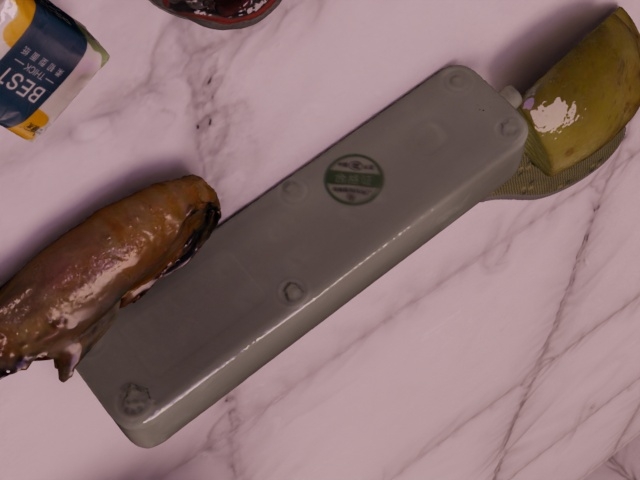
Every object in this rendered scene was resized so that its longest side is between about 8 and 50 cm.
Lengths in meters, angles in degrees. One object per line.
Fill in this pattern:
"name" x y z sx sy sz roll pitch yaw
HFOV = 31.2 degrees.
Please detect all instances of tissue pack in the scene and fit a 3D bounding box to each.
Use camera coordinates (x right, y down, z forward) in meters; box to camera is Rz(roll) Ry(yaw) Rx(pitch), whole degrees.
"tissue pack" -0.147 -0.089 0.536 0.062 0.042 0.083 -47 155 4

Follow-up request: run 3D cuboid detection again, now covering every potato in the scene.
"potato" 0.226 -0.122 0.931 0.149 0.081 0.120 -44 178 3

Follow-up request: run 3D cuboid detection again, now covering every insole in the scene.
"insole" 0.210 -0.074 1.110 0.322 0.007 0.109 -12 141 -48

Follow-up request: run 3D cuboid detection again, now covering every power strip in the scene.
"power strip" 0.000 0.000 0.827 0.385 0.091 0.062 -36 155 -14

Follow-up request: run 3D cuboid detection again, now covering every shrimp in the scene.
"shrimp" -0.164 0.056 0.712 0.262 0.066 0.117 -37 154 -8

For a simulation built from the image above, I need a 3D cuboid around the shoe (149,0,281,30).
"shoe" -0.048 -0.145 0.495 0.099 0.125 0.227 -46 153 2
